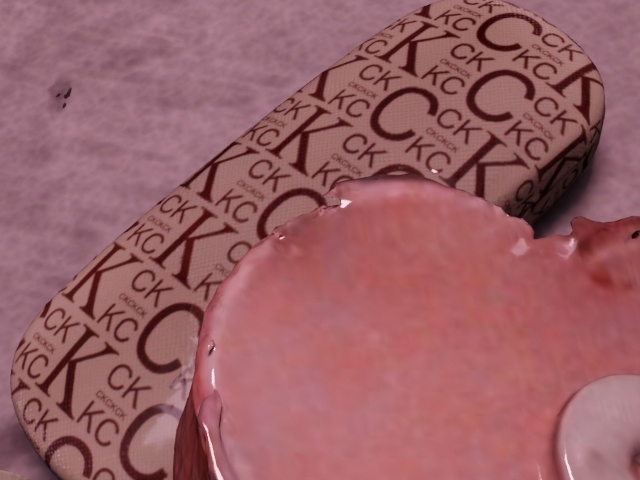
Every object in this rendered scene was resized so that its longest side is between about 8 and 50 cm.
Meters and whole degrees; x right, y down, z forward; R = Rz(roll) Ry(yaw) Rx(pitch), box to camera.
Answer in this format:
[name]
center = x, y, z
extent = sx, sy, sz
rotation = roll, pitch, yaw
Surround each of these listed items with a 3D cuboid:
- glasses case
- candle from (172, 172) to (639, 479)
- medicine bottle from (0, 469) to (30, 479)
[glasses case]
center = 0.000, 0.000, 0.600
extent = 0.354, 0.085, 0.137
rotation = -40, 61, -14
[candle]
center = 0.107, 0.123, 0.444
extent = 0.316, 0.131, 0.287
rotation = -1, 50, -13
[medicine bottle]
center = -0.167, 0.158, 0.560
extent = 0.047, 0.047, 0.083
rotation = -5, 58, 9
